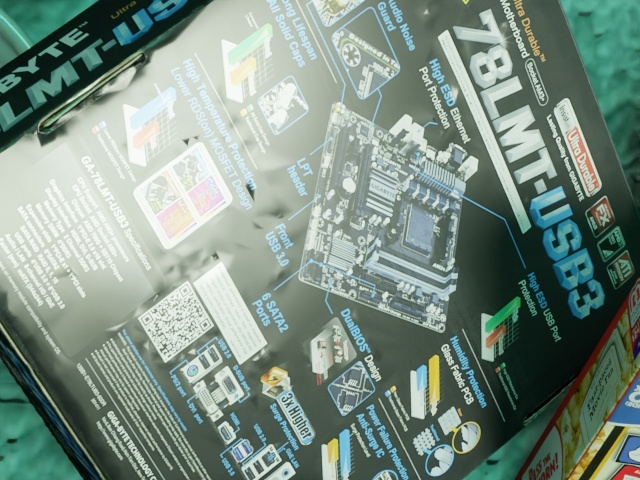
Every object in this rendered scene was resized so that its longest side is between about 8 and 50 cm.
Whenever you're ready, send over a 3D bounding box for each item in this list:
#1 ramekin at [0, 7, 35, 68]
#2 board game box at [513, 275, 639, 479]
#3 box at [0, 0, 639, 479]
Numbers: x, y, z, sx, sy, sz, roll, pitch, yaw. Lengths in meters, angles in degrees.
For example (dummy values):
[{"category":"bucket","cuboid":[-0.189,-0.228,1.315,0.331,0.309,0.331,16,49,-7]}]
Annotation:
[{"category":"ramekin","cuboid":[-0.218,-0.022,0.777,0.207,0.109,0.207,2,80,-11]},{"category":"board game box","cuboid":[0.188,0.099,0.796,0.147,0.193,0.045,11,47,-10]},{"category":"box","cuboid":[0.000,0.000,0.760,0.293,0.073,0.295,-39,126,-16]}]
